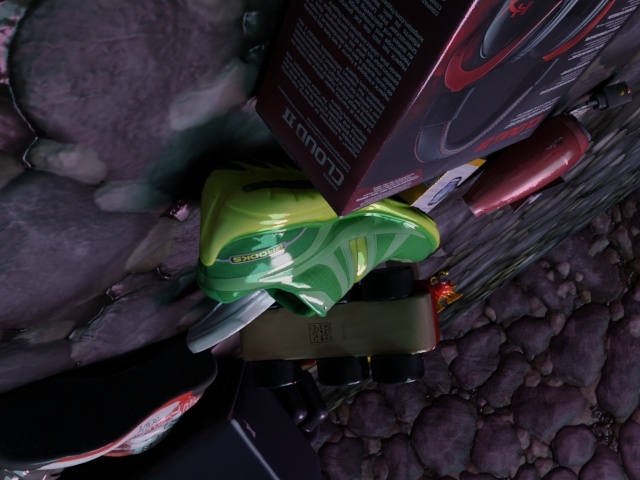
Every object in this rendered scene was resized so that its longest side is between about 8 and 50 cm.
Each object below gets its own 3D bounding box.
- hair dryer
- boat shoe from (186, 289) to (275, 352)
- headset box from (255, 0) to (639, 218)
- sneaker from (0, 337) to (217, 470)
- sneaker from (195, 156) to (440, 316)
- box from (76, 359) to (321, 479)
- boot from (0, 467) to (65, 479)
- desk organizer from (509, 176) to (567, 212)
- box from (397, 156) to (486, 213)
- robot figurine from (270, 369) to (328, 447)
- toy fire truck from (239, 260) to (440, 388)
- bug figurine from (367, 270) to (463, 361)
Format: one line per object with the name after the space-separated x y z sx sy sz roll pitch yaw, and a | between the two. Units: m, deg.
0.333 -0.111 0.969 0.294 0.080 0.223 -26 160 -26 | hair dryer
-0.069 0.038 0.646 0.184 0.063 0.066 -38 -174 3 | boat shoe
0.100 -0.150 0.398 0.218 0.110 0.293 -24 158 -34 | headset box
-0.242 0.202 0.697 0.270 0.090 0.145 -16 151 -52 | sneaker
0.000 0.000 0.573 0.296 0.109 0.123 2 116 -50 | sneaker
-0.210 0.391 0.899 0.396 0.212 0.293 -36 -176 0 | box
-0.345 0.292 0.765 0.161 0.083 0.246 -37 164 -16 | boot
0.372 -0.095 1.127 0.130 0.050 0.047 -19 156 -41 | desk organizer
0.141 -0.068 0.817 0.136 0.028 0.081 -42 161 25 | box
-0.113 0.348 1.155 0.278 0.209 0.173 -44 -164 23 | robot figurine
0.040 0.069 0.787 0.217 0.158 0.246 -7 -179 20 | toy fire truck
0.178 0.174 1.421 0.279 0.072 0.216 -28 167 -36 | bug figurine
